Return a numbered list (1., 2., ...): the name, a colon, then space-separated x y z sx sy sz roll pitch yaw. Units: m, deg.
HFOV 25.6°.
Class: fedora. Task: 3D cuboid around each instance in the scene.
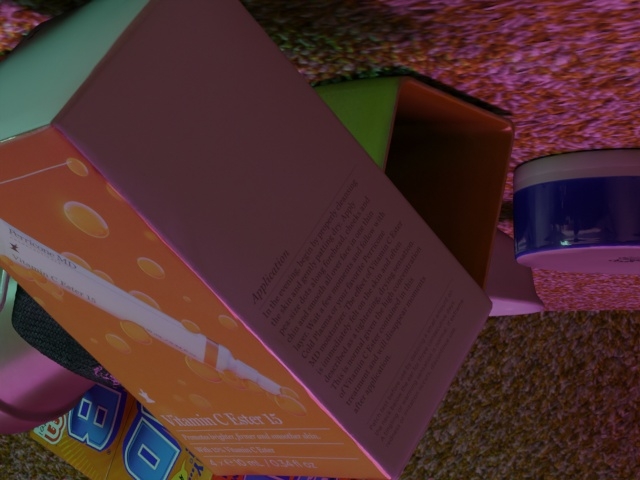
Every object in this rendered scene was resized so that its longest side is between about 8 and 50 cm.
1. fedora: -0.223 0.075 1.576 0.334 0.152 0.334 18 -174 -2

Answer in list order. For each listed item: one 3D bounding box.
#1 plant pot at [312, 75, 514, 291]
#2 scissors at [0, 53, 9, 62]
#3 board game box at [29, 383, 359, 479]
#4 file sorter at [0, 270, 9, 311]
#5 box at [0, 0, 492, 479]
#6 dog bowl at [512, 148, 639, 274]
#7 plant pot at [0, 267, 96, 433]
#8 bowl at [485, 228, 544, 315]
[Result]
1. plant pot: 0.032 -0.035 1.294 0.187 0.212 0.212 11 179 35
2. scissors: -0.272 -0.139 1.195 0.297 0.021 0.109 -6 171 39
3. board game box: -0.143 0.207 2.108 0.356 0.356 0.356 25 -172 36
4. file sorter: -0.464 -0.024 1.405 0.277 0.173 0.193 7 176 26
5. box: -0.079 0.000 0.999 0.215 0.168 0.345 -10 129 50
6. dog bowl: 0.348 -0.026 1.576 0.265 0.104 0.265 2 172 0
7. plant pot: -0.342 0.064 1.849 0.280 0.323 0.323 -22 161 29
8. bowl: 0.155 0.026 1.904 0.297 0.134 0.298 2 173 0
